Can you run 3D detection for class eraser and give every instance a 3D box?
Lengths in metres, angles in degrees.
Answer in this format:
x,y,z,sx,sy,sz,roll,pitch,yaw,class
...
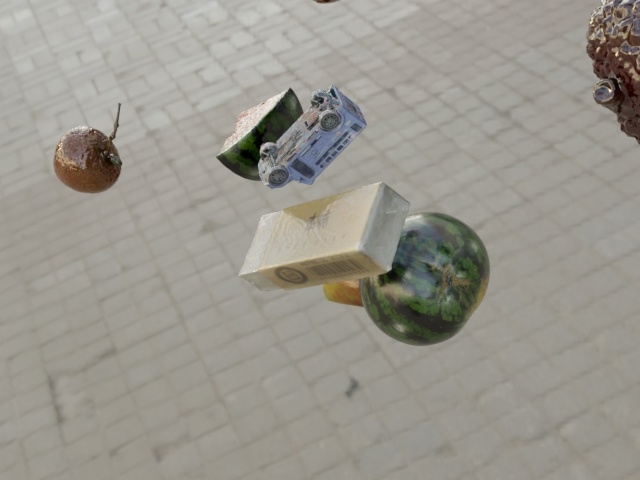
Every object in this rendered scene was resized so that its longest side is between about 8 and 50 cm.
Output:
x,y,z,sx,sy,sz,roll,pitch,yaw,class
0.000,0.000,1.890,0.343,0.078,0.144,-13,49,48,eraser

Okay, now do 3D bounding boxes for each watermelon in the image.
x,y,z,sx,sy,sz,roll,pitch,yaw,class
0.202,0.073,2.105,0.269,0.269,0.269,-14,31,8,watermelon
-0.111,-0.185,2.044,0.137,0.193,0.145,13,42,7,watermelon

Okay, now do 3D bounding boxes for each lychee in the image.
x,y,z,sx,sy,sz,roll,pitch,yaw,class
0.538,-0.267,1.551,0.330,0.306,0.306,-28,32,-4,lychee
-0.351,-0.127,1.632,0.101,0.114,0.140,-23,6,-31,lychee

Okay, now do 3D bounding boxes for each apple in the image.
x,y,z,sx,sy,sz,roll,pitch,yaw,class
0.102,0.076,2.350,0.173,0.160,0.195,23,13,10,apple

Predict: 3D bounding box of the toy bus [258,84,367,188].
x,y,z,sx,sy,sz,roll,pitch,yaw,class
-0.014,-0.138,1.545,0.167,0.076,0.073,-45,36,20,toy bus

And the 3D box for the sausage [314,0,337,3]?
x,y,z,sx,sy,sz,roll,pitch,yaw,class
0.011,-0.367,1.267,0.089,0.083,0.300,-27,-11,-4,sausage
